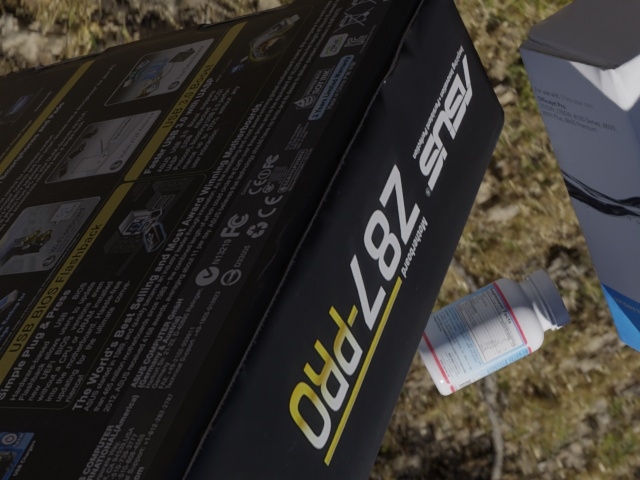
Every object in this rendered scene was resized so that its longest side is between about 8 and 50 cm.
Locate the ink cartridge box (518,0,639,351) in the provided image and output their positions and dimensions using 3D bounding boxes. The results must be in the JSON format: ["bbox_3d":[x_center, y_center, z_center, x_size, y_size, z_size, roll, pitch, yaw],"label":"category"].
[{"bbox_3d":[0.413,-0.091,1.163,0.285,0.166,0.395,-32,117,-12],"label":"ink cartridge box"}]

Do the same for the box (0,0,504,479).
[{"bbox_3d":[-0.127,0.066,0.454,0.318,0.395,0.097,-5,133,33],"label":"box"}]

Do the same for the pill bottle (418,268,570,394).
[{"bbox_3d":[0.182,0.095,1.210,0.160,0.087,0.087,-27,124,2],"label":"pill bottle"}]
